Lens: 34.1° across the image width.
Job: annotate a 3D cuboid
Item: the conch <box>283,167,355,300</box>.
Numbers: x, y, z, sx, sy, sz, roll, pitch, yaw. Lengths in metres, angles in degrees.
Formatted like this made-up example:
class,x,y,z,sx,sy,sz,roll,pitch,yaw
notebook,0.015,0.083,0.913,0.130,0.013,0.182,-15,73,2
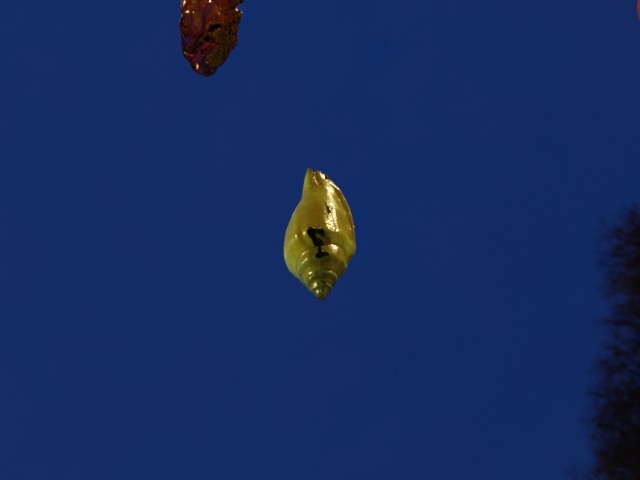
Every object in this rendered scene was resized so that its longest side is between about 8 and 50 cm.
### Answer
class,x,y,z,sx,sy,sz,roll,pitch,yaw
conch,0.001,-0.001,1.364,0.095,0.201,0.079,32,-39,-19

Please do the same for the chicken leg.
class,x,y,z,sx,sy,sz,roll,pitch,yaw
chicken leg,-0.110,-0.258,1.120,0.053,0.205,0.093,21,-45,-35

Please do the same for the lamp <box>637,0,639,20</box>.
class,x,y,z,sx,sy,sz,roll,pitch,yaw
lamp,0.406,-0.252,0.996,0.196,0.223,0.223,-18,-62,-30
